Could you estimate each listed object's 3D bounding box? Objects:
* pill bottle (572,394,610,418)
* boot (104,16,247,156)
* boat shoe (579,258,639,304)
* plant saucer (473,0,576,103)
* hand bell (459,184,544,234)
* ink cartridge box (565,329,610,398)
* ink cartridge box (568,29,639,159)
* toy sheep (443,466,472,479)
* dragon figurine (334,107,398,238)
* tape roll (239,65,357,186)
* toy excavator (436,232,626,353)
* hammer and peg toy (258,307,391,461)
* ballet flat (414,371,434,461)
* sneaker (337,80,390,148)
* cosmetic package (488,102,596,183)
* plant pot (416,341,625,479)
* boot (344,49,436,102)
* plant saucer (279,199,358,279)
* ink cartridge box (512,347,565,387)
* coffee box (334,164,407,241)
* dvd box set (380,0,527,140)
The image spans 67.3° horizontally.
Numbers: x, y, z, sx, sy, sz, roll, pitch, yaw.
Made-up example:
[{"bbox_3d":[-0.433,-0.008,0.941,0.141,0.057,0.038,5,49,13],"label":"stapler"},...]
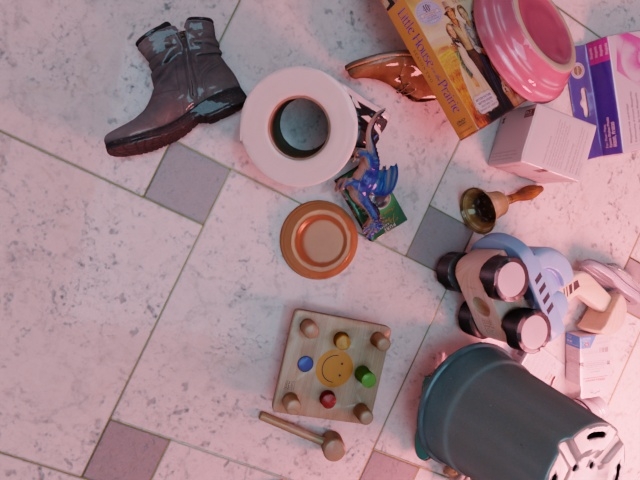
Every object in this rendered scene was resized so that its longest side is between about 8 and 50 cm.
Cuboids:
[{"bbox_3d":[0.730,0.506,1.369,0.169,0.094,0.094,-23,99,-11],"label":"pill bottle"},{"bbox_3d":[-0.350,-0.337,1.055,0.338,0.118,0.222,-30,97,-21],"label":"boot"},{"bbox_3d":[0.832,0.103,1.383,0.226,0.083,0.075,34,67,-20],"label":"boat shoe"},{"bbox_3d":[0.516,-0.502,1.178,0.332,0.084,0.332,13,66,-31],"label":"plant saucer"},{"bbox_3d":[0.507,-0.110,1.280,0.242,0.126,0.126,-19,98,-23],"label":"hand bell"},{"bbox_3d":[0.769,0.353,1.384,0.104,0.060,0.180,-3,94,-14],"label":"ink cartridge box"},{"bbox_3d":[0.866,-0.414,1.351,0.330,0.071,0.324,-15,98,-13],"label":"ink cartridge box"},{"bbox_3d":[0.393,0.637,1.305,0.132,0.091,0.091,27,88,-19],"label":"toy sheep"},{"bbox_3d":[0.129,-0.153,1.139,0.144,0.085,0.289,21,91,-14],"label":"dragon figurine"},{"bbox_3d":[-0.040,-0.252,1.058,0.246,0.169,0.246,1,107,3],"label":"tape roll"},{"bbox_3d":[0.596,0.135,1.268,0.445,0.222,0.433,-30,101,-18],"label":"toy excavator"},{"bbox_3d":[0.012,0.361,1.170,0.266,0.127,0.361,14,91,-14],"label":"hammer and peg toy"},{"bbox_3d":[0.308,0.465,1.276,0.077,0.091,0.241,2,98,-39],"label":"ballet flat"},{"bbox_3d":[0.056,-0.297,1.159,0.217,0.079,0.121,24,88,-15],"label":"sneaker"},{"bbox_3d":[0.570,-0.245,1.248,0.184,0.151,0.151,15,91,-13],"label":"cosmetic package"},{"bbox_3d":[0.458,0.451,1.101,0.341,0.334,0.341,-4,101,-24],"label":"plant pot"},{"bbox_3d":[0.208,-0.400,1.178,0.305,0.112,0.115,-6,102,-16],"label":"boot"},{"bbox_3d":[0.000,0.000,1.189,0.200,0.037,0.200,-1,94,-14],"label":"plant saucer"},{"bbox_3d":[0.604,0.375,1.367,0.179,0.045,0.145,35,85,-30],"label":"ink cartridge box"},{"bbox_3d":[0.126,-0.101,1.209,0.113,0.040,0.184,-34,100,-9],"label":"coffee box"},{"bbox_3d":[0.327,-0.475,1.136,0.308,0.062,0.420,-32,93,-35],"label":"dvd box set"}]
